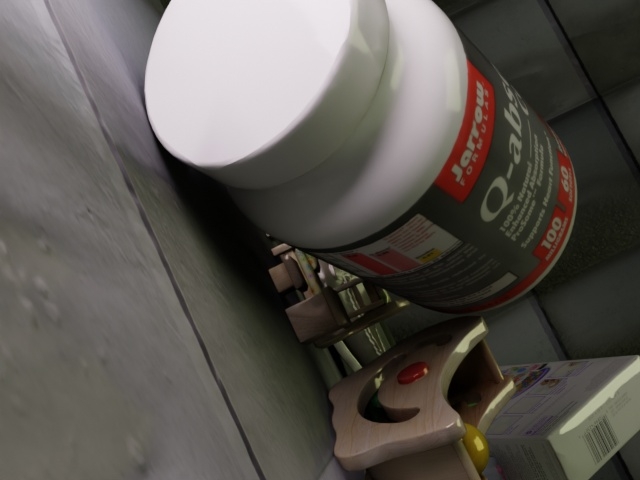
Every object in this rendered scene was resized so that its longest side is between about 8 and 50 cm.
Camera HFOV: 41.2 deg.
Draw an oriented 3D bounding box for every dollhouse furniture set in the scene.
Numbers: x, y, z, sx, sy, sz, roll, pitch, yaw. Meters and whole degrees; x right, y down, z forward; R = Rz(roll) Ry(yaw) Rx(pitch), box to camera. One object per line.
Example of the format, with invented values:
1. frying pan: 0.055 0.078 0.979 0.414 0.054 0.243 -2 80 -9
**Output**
1. dollhouse furniture set: 0.000 0.000 0.829 0.182 0.101 0.161 64 4 11

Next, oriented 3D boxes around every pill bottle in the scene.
1. pill bottle: 0.049 -0.075 0.676 0.363 0.210 0.210 26 34 -52

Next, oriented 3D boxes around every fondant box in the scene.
1. fondant box: 0.333 0.289 1.358 0.330 0.238 0.096 -18 -80 58

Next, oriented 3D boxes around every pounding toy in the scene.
1. pounding toy: 0.107 0.171 0.735 0.155 0.154 0.269 63 4 -10

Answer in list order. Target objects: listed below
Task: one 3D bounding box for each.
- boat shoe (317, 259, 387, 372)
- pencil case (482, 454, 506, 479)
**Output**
1. boat shoe: 0.017 0.019 1.016 0.305 0.091 0.109 65 4 28
2. pencil case: 0.250 0.446 1.196 0.124 0.113 0.273 101 -31 -55
